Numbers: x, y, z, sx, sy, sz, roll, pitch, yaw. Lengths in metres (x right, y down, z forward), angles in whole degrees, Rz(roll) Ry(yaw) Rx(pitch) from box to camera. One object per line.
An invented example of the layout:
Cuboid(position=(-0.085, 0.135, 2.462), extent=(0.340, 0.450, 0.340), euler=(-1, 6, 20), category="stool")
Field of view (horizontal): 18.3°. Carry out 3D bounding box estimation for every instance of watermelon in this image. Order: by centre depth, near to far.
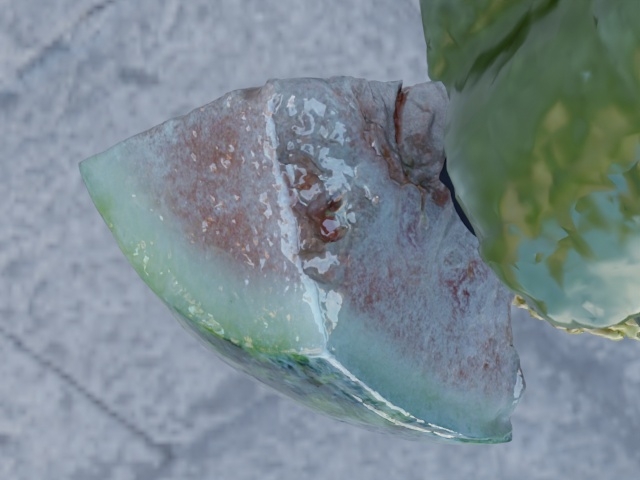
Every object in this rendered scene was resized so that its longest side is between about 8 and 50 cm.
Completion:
Cuboid(position=(0.000, 0.000, 1.260), extent=(0.193, 0.310, 0.231), euler=(-7, 133, -49), category="watermelon")

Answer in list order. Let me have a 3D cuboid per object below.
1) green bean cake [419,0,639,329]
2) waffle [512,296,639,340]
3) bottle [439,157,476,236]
Cuboid(position=(0.190, -0.123, 0.555), extent=(0.335, 0.319, 0.218), euler=(13, 147, -31), category="green bean cake")
Cuboid(position=(0.214, 0.023, 1.900), extent=(0.253, 0.056, 0.249), euler=(9, 157, 46), category="waffle")
Cuboid(position=(0.169, -0.075, 1.253), extent=(0.082, 0.244, 0.072), euler=(39, 136, 15), category="bottle")
